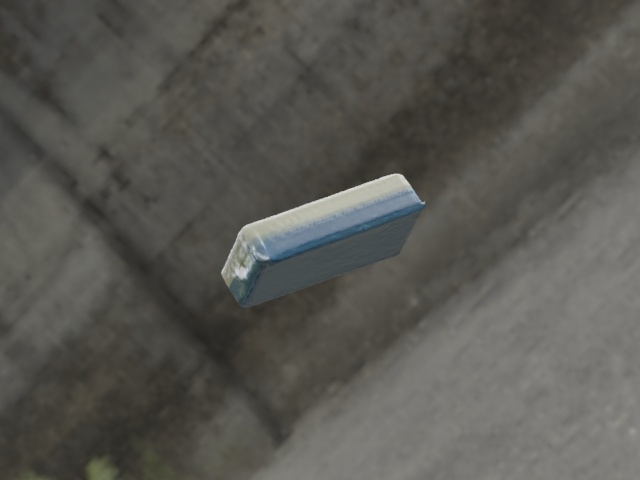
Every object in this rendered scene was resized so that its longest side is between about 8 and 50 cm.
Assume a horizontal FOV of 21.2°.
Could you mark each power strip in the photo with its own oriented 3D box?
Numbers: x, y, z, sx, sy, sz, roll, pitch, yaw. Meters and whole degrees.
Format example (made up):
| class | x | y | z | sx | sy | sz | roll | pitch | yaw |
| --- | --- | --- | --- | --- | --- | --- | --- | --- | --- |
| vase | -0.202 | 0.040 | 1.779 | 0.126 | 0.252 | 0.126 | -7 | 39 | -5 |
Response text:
| class | x | y | z | sx | sy | sz | roll | pitch | yaw |
| --- | --- | --- | --- | --- | --- | --- | --- | --- | --- |
| power strip | 0.000 | 0.000 | 1.038 | 0.123 | 0.032 | 0.056 | -19 | -26 | -27 |
